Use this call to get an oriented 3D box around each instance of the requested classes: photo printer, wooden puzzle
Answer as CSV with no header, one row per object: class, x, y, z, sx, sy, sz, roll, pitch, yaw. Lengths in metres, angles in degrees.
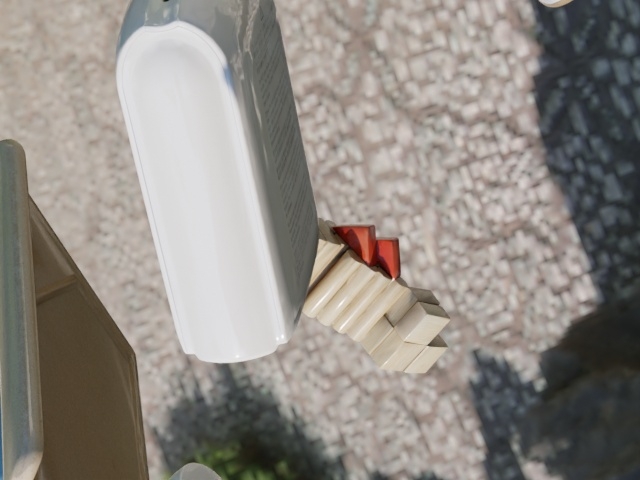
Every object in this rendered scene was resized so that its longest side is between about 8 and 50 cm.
photo printer,-0.083,-0.090,1.339,0.256,0.107,0.307,-77,-22,-64
wooden puzzle,-0.137,0.097,0.872,0.238,0.044,0.221,73,-176,-50

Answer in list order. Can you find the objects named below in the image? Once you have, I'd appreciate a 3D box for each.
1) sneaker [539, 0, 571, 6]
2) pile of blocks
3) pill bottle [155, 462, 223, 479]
sneaker,0.205,-0.340,1.589,0.153,0.099,0.282,47,-159,-23
pile of blocks,0.000,0.000,1.683,0.112,0.362,0.149,-49,20,22
pill bottle,-0.190,0.344,1.883,0.187,0.112,0.112,-42,63,25
